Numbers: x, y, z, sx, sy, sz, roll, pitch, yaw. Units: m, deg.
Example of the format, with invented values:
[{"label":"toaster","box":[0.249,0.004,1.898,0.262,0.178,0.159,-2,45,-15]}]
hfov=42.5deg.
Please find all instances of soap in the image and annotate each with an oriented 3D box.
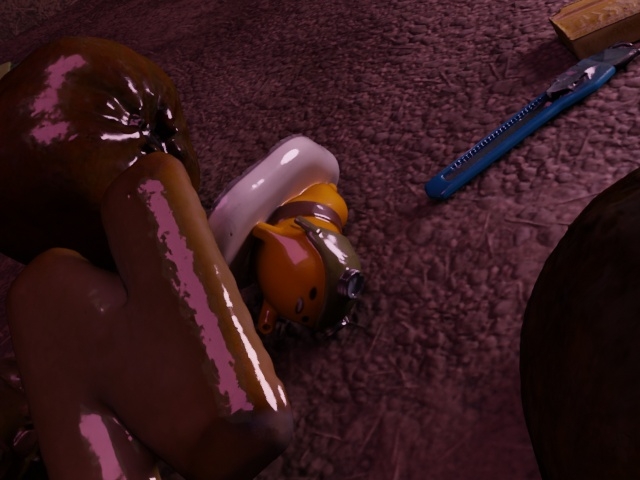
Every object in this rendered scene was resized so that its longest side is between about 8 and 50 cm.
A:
[{"label":"soap","box":[0.394,-0.280,0.935,0.252,0.037,0.092,-22,33,11]}]

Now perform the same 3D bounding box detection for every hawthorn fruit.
[{"label":"hawthorn fruit","box":[-0.303,-0.088,0.988,0.300,0.268,0.268,-18,34,31]}]

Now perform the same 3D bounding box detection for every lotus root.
[{"label":"lotus root","box":[0.204,0.058,0.514,0.210,0.142,0.314,-29,32,23]}]

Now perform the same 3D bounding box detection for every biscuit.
[{"label":"biscuit","box":[-0.157,0.093,0.672,0.237,0.062,0.291,-38,59,22]}]

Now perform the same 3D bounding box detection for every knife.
[{"label":"knife","box":[0.228,-0.131,0.869,0.296,0.026,0.044,-37,47,-13]}]

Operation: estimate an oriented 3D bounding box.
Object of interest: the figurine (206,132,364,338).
[{"label":"figurine","box":[0.000,0.000,0.794,0.141,0.167,0.250,30,34,15]}]

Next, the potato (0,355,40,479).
[{"label":"potato","box":[-0.364,0.216,0.741,0.296,0.141,0.191,-39,22,-16]}]

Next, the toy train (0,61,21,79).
[{"label":"toy train","box":[-0.500,-0.196,1.366,0.253,0.160,0.397,-23,34,-4]}]
